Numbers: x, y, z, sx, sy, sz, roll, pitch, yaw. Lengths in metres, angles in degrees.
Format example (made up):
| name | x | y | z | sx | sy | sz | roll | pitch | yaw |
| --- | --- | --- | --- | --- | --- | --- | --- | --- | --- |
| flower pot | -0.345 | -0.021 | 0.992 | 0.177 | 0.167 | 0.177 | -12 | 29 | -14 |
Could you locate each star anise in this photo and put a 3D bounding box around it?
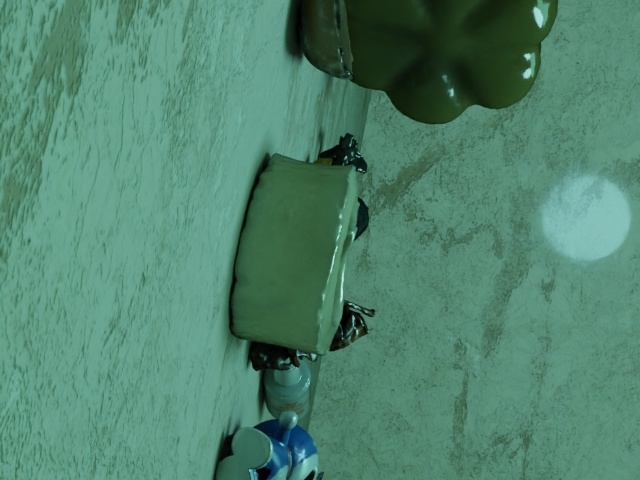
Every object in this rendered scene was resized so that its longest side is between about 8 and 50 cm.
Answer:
| name | x | y | z | sx | sy | sz | roll | pitch | yaw |
| --- | --- | --- | --- | --- | --- | --- | --- | --- | --- |
| star anise | -0.029 | 0.162 | 1.733 | 0.220 | 0.190 | 0.126 | -22 | 87 | -61 |

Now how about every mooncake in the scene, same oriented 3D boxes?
| name | x | y | z | sx | sy | sz | roll | pitch | yaw |
| --- | --- | --- | --- | --- | --- | --- | --- | --- | --- |
| mooncake | 0.255 | -0.474 | 1.946 | 0.467 | 0.466 | 0.262 | 95 | 5 | -48 |

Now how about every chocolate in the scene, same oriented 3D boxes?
| name | x | y | z | sx | sy | sz | roll | pitch | yaw |
| --- | --- | --- | --- | --- | --- | --- | --- | --- | --- |
| chocolate | 0.004 | -0.337 | 1.531 | 0.261 | 0.083 | 0.161 | -30 | 114 | -84 |

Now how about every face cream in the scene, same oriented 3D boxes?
| name | x | y | z | sx | sy | sz | roll | pitch | yaw |
| --- | --- | --- | --- | --- | --- | --- | --- | --- | --- |
| face cream | -0.068 | 0.289 | 1.960 | 0.252 | 0.101 | 0.101 | 92 | 10 | -61 |

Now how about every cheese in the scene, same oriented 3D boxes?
| name | x | y | z | sx | sy | sz | roll | pitch | yaw |
| --- | --- | --- | --- | --- | --- | --- | --- | --- | --- |
| cheese | -0.031 | 0.030 | 1.514 | 0.332 | 0.153 | 0.292 | 85 | 16 | -72 |

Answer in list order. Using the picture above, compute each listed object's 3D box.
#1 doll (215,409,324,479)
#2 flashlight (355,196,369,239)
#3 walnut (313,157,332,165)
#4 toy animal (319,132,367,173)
| name | x | y | z | sx | sy | sz | roll | pitch | yaw |
| --- | --- | --- | --- | --- | --- | --- | --- | --- | --- |
| doll | -0.088 | 0.390 | 1.654 | 0.215 | 0.161 | 0.257 | -52 | 164 | 3 |
| flashlight | 0.000 | 0.000 | 1.869 | 0.424 | 0.103 | 0.103 | -43 | 145 | -66 |
| walnut | -0.009 | -0.123 | 2.009 | 0.091 | 0.052 | 0.121 | -75 | 178 | -60 |
| toy animal | 0.029 | -0.145 | 2.183 | 0.245 | 0.114 | 0.146 | -58 | 178 | 26 |
